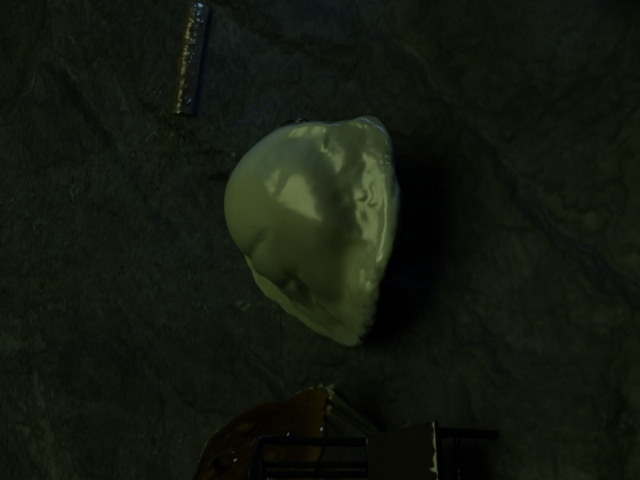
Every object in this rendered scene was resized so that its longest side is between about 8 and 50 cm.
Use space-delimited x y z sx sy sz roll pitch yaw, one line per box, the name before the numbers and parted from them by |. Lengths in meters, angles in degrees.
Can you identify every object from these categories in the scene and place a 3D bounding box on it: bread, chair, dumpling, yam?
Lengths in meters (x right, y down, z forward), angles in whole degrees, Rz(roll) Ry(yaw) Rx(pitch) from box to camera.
bread | -0.047 0.250 1.031 0.210 0.110 0.192 -27 35 40
chair | 0.049 0.199 0.907 0.101 0.212 0.084 -18 67 43
dumpling | 0.005 -0.002 1.070 0.175 0.243 0.226 -22 80 -1
yam | -0.166 -0.228 1.365 0.032 0.032 0.145 0 80 46
